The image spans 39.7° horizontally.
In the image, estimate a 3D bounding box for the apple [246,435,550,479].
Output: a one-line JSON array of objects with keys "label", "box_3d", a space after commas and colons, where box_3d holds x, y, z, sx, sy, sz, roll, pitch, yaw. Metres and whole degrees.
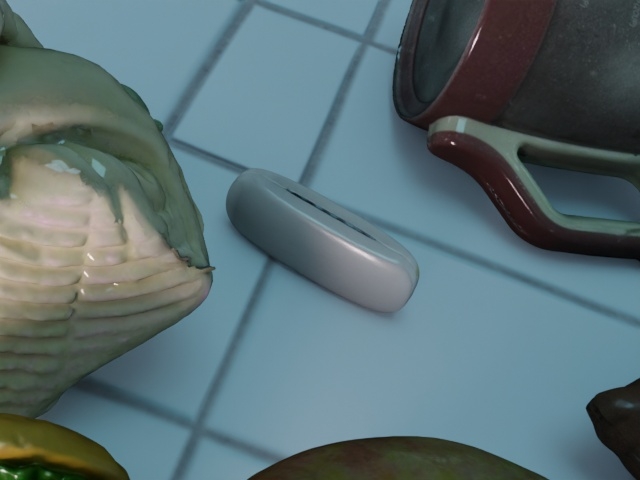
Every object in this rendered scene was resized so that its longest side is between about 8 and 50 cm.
[{"label": "apple", "box_3d": [0.035, 0.220, 0.383, 0.256, 0.234, 0.257, 8, 50, -9]}]

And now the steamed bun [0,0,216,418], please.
[{"label": "steamed bun", "box_3d": [-0.236, -0.023, 0.506, 0.320, 0.275, 0.206, 31, 19, -43]}]

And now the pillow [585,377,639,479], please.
[{"label": "pillow", "box_3d": [0.379, 0.181, 0.623, 0.305, 0.108, 0.308, -17, 58, -37]}]

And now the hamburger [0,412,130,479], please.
[{"label": "hamburger", "box_3d": [-0.168, 0.152, 0.432, 0.162, 0.162, 0.115, 2, 55, -17]}]

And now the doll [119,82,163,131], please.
[{"label": "doll", "box_3d": [-0.206, -0.098, 0.711, 0.150, 0.078, 0.115, 16, 7, 10]}]

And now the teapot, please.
[{"label": "teapot", "box_3d": [0.245, -0.138, 0.812, 0.312, 0.233, 0.315, 15, 75, -12]}]

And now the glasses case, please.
[{"label": "glasses case", "box_3d": [0.000, 0.000, 0.686, 0.164, 0.063, 0.041, 30, 46, 9]}]
